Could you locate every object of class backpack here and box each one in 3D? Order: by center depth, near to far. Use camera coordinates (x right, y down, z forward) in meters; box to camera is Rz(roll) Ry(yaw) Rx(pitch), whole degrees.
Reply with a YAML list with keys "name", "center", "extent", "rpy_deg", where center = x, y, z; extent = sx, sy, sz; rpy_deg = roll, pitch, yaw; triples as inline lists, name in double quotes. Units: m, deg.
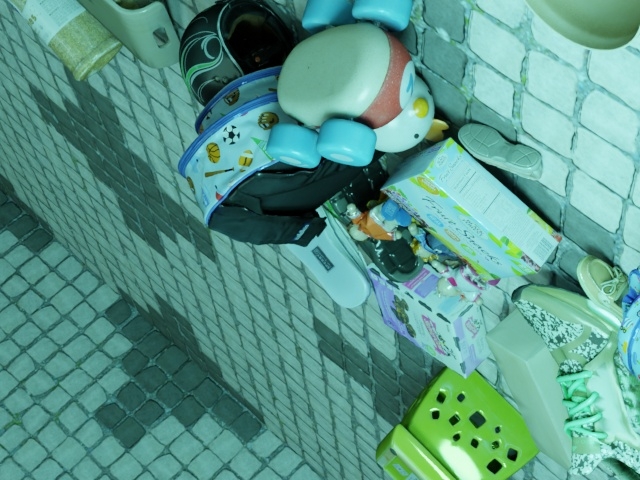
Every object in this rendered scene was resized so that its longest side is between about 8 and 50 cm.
- name: "backpack"
  center: [0.404, 0.093, 1.455]
  extent: [0.117, 0.173, 0.158]
  rpy_deg: [33, 156, 36]
- name: "backpack"
  center: [-0.064, -0.126, 1.799]
  extent: [0.213, 0.263, 0.276]
  rpy_deg: [54, 133, 14]

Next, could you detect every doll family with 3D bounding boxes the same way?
- name: "doll family"
  center: [0.160, -0.013, 1.897]
  extent: [0.263, 0.118, 0.163]
  rpy_deg: [33, 157, -15]

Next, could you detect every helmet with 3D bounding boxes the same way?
- name: "helmet"
  center: [-0.133, -0.270, 1.902]
  extent: [0.169, 0.169, 0.161]
  rpy_deg: [50, 144, -6]

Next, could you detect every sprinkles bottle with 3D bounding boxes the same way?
- name: "sprinkles bottle"
  center: [-0.534, -0.472, 2.412]
  extent: [0.355, 0.121, 0.121]
  rpy_deg: [48, 161, -3]

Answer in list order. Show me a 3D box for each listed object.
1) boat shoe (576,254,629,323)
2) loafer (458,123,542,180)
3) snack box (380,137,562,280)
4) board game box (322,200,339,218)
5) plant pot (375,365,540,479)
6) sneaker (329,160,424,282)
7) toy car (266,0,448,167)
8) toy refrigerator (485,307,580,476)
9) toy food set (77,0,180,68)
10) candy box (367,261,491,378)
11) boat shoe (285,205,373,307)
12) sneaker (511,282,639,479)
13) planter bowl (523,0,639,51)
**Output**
- name: "boat shoe"
  center: [0.393, 0.076, 1.629]
  extent: [0.153, 0.056, 0.048]
  rpy_deg: [49, 151, -8]
- name: "loafer"
  center: [0.231, -0.110, 1.628]
  extent: [0.125, 0.045, 0.039]
  rpy_deg: [30, 161, 35]
- name: "snack box"
  center: [0.202, -0.038, 1.725]
  extent: [0.207, 0.070, 0.174]
  rpy_deg: [39, 166, -10]
- name: "board game box"
  center: [0.008, -0.126, 2.070]
  extent: [0.124, 0.039, 0.259]
  rpy_deg: [30, 152, 42]
- name: "plant pot"
  center: [0.238, 0.377, 2.296]
  extent: [0.227, 0.207, 0.228]
  rpy_deg: [45, 159, 9]
- name: "sneaker"
  center: [0.064, -0.048, 2.006]
  extent: [0.267, 0.101, 0.106]
  rpy_deg: [61, 167, -21]
- name: "toy car"
  center: [0.086, -0.182, 1.646]
  extent: [0.238, 0.219, 0.210]
  rpy_deg: [20, 169, -35]
- name: "toy refrigerator"
  center: [0.357, 0.229, 1.939]
  extent: [0.102, 0.094, 0.269]
  rpy_deg: [33, 156, 53]
- name: "toy food set"
  center: [-0.367, -0.447, 2.193]
  extent: [0.306, 0.092, 0.219]
  rpy_deg: [44, 172, 14]
- name: "candy box"
  center: [0.182, 0.117, 2.116]
  extent: [0.196, 0.070, 0.164]
  rpy_deg: [34, 156, 36]
- name: "boat shoe"
  center: [0.000, 0.000, 2.165]
  extent: [0.258, 0.095, 0.084]
  rpy_deg: [59, -158, 0]
- name: "sneaker"
  center: [0.391, 0.235, 1.738]
  extent: [0.410, 0.182, 0.158]
  rpy_deg: [48, 161, 1]
- name: "planter bowl"
  center: [0.261, -0.270, 1.157]
  extent: [0.162, 0.109, 0.162]
  rpy_deg: [40, 159, 19]
